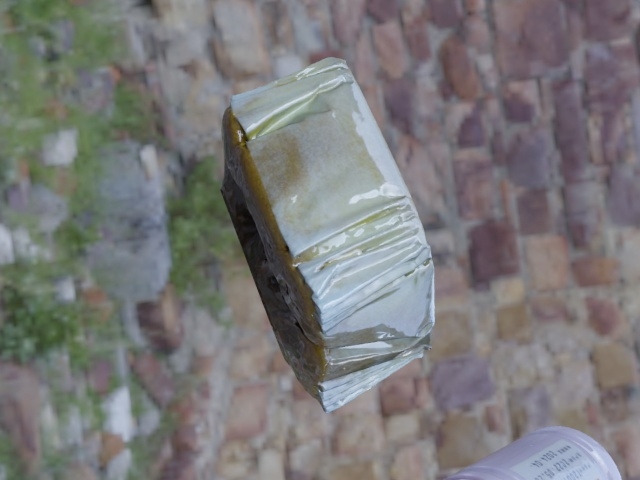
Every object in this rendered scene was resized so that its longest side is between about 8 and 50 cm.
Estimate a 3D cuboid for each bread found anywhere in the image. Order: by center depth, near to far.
[{"bbox_3d":[-0.002,-0.001,1.028,0.192,0.110,0.210,87,-16,-61],"label":"bread"}]

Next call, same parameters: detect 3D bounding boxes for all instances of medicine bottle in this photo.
[{"bbox_3d":[0.178,0.264,1.367,0.250,0.133,0.133,-11,94,-54],"label":"medicine bottle"}]
